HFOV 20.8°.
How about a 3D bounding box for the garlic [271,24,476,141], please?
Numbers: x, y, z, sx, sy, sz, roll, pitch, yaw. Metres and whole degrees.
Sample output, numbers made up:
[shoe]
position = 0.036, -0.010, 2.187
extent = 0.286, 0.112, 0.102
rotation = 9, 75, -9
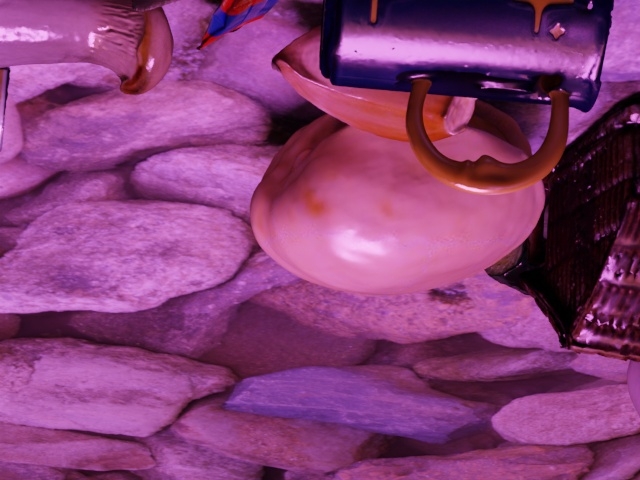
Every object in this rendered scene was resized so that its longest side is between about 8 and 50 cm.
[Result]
[garlic]
position = 0.054, -0.162, 1.775
extent = 0.207, 0.128, 0.115
rotation = 12, 145, -1

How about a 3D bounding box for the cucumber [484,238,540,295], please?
[cucumber]
position = 0.297, 0.055, 2.272
extent = 0.078, 0.062, 0.211
rotation = -20, 146, 35

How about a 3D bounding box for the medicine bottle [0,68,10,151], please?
[medicine bottle]
position = -0.545, -0.162, 1.841
extent = 0.426, 0.108, 0.108
rotation = 5, 153, -10

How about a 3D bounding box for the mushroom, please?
[mushroom]
position = -0.309, -0.220, 1.723
extent = 0.329, 0.122, 0.159
rotation = 8, -171, -12

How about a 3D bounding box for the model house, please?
[model house]
position = 0.403, 0.022, 1.955
extent = 0.317, 0.282, 0.297
rotation = 6, 153, -8

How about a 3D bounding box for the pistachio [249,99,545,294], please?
[pistachio]
position = 0.082, -0.050, 1.914
extent = 0.321, 0.229, 0.238
rotation = -11, 127, 1

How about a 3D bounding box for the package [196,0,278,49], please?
[package]
position = -0.060, -0.245, 1.684
extent = 0.083, 0.022, 0.200
rotation = -28, 172, -29

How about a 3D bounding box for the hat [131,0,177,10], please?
[hat]
position = -0.072, -0.299, 1.516
extent = 0.252, 0.252, 0.110
rotation = -15, 108, 30

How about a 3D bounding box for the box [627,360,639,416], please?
[box]
position = 0.519, 0.119, 2.019
extent = 0.349, 0.288, 0.141
rotation = -42, 105, 10

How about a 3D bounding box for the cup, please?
[cup]
position = 0.130, -0.188, 1.589
extent = 0.256, 0.255, 0.178
rotation = 3, 130, -2
